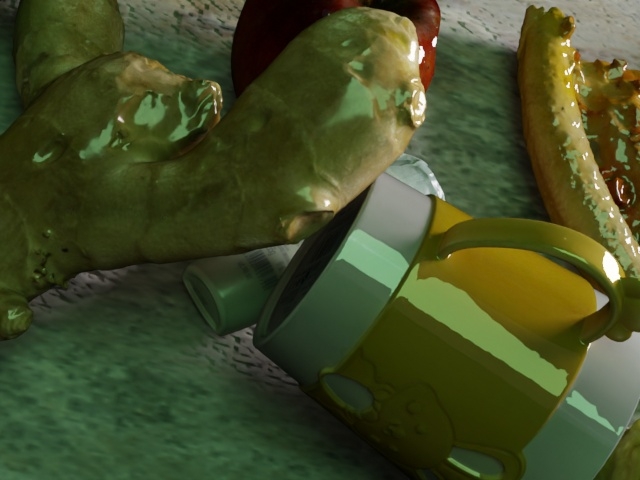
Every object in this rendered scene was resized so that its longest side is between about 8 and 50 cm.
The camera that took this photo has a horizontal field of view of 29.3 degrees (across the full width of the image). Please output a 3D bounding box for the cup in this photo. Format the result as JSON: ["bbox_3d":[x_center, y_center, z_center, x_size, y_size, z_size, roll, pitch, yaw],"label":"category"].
[{"bbox_3d":[0.097,0.057,0.803,0.226,0.241,0.185,34,47,-8],"label":"cup"}]

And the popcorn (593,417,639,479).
[{"bbox_3d":[0.238,0.245,0.781,0.173,0.225,0.286,13,59,-10],"label":"popcorn"}]

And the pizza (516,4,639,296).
[{"bbox_3d":[0.271,-0.047,1.025,0.182,0.074,0.365,-13,70,-15],"label":"pizza"}]

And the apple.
[{"bbox_3d":[0.003,-0.136,0.926,0.147,0.158,0.156,-27,75,-44],"label":"apple"}]

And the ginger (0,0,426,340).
[{"bbox_3d":[-0.142,-0.035,0.797,0.363,0.122,0.348,23,68,26],"label":"ginger"}]

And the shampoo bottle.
[{"bbox_3d":[0.000,0.000,0.919,0.212,0.049,0.072,-25,73,-27],"label":"shampoo bottle"}]
